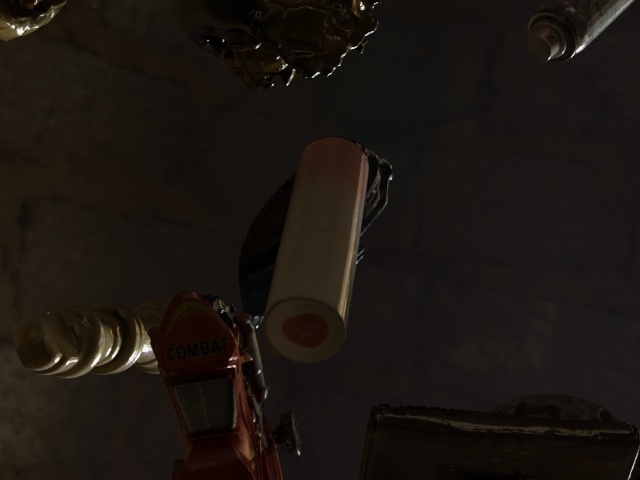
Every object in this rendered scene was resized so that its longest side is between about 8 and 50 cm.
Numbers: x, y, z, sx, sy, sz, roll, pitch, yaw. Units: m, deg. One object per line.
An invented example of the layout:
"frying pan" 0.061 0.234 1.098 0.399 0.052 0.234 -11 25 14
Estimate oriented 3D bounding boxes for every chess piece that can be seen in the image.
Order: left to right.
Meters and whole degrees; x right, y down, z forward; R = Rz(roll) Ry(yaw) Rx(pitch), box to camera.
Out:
"chess piece" -0.291 0.135 1.772 0.117 0.117 0.397 10 180 19

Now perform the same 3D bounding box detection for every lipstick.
"lipstick" 0.000 0.000 1.433 0.087 0.087 0.326 11 -146 0

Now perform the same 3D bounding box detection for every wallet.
"wallet" 0.148 0.198 1.108 0.230 0.124 0.042 3 -148 -8

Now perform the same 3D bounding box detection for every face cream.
"face cream" 0.322 -0.286 1.560 0.075 0.229 0.075 30 144 25

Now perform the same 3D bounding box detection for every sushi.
"sushi" -0.048 -0.266 1.427 0.200 0.213 0.204 57 173 -10

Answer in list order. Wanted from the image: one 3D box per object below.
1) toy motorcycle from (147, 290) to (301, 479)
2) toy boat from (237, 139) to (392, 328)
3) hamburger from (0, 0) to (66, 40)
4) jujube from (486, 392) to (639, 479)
"toy motorcycle" -0.069 0.186 1.007 0.089 0.298 0.171 -10 177 11
"toy boat" -0.003 -0.004 1.715 0.129 0.309 0.142 16 146 45
"hamburger" -0.359 -0.345 1.350 0.259 0.145 0.283 48 -159 -20
"jujube" 0.234 0.286 1.373 0.247 0.215 0.308 10 -153 12
